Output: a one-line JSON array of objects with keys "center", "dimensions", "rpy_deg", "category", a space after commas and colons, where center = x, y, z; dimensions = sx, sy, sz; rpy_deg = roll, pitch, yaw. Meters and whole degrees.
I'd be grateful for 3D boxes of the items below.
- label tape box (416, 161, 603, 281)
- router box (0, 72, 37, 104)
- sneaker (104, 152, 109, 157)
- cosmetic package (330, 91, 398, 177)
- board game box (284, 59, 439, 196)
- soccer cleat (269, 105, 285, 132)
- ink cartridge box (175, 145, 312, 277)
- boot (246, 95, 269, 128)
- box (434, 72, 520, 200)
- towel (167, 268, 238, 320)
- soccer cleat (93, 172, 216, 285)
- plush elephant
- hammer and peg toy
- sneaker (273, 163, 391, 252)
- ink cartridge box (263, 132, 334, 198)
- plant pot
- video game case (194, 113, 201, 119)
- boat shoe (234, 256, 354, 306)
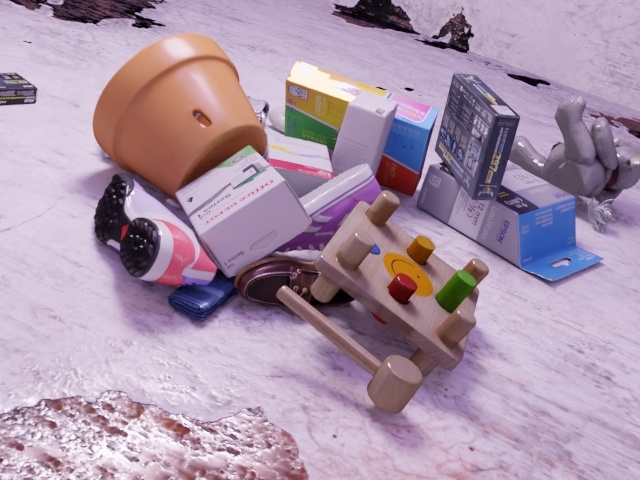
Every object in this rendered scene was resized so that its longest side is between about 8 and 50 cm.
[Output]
[{"center": [0.420, -0.060, 1.730], "dimensions": [0.348, 0.115, 0.249], "rpy_deg": [33, 32, 34], "category": "label tape box"}, {"center": [-0.674, -0.319, 1.701], "dimensions": [0.092, 0.038, 0.122], "rpy_deg": [34, 31, 31], "category": "router box"}, {"center": [-0.396, -0.202, 1.613], "dimensions": [0.070, 0.050, 0.134], "rpy_deg": [3, 24, -14], "category": "sneaker"}, {"center": [0.074, -0.169, 1.611], "dimensions": [0.086, 0.231, 0.117], "rpy_deg": [20, 27, 10], "category": "cosmetic package"}, {"center": [0.079, -0.237, 1.747], "dimensions": [0.317, 0.242, 0.064], "rpy_deg": [21, 60, 10], "category": "board game box"}, {"center": [-0.039, -0.270, 1.926], "dimensions": [0.196, 0.068, 0.076], "rpy_deg": [26, 10, 13], "category": "soccer cleat"}, {"center": [-0.129, -0.053, 1.306], "dimensions": [0.160, 0.092, 0.219], "rpy_deg": [-34, 27, -6], "category": "ink cartridge box"}, {"center": [-0.186, -0.288, 1.848], "dimensions": [0.124, 0.095, 0.258], "rpy_deg": [10, 25, 4], "category": "boot"}, {"center": [0.313, -0.214, 1.645], "dimensions": [0.059, 0.183, 0.232], "rpy_deg": [2, 30, -15], "category": "box"}, {"center": [-0.174, 0.079, 1.214], "dimensions": [0.067, 0.029, 0.119], "rpy_deg": [23, 28, 14], "category": "towel"}, {"center": [-0.267, -0.013, 1.267], "dimensions": [0.116, 0.108, 0.318], "rpy_deg": [23, 9, -35], "category": "soccer cleat"}, {"center": [0.681, -0.198, 1.995], "dimensions": [0.255, 0.272, 0.330], "rpy_deg": [-22, 72, -32], "category": "plush elephant"}, {"center": [0.108, 0.073, 1.200], "dimensions": [0.266, 0.127, 0.361], "rpy_deg": [38, 28, 1], "category": "hammer and peg toy"}, {"center": [0.001, 0.000, 1.389], "dimensions": [0.282, 0.161, 0.102], "rpy_deg": [-29, 16, -14], "category": "sneaker"}, {"center": [-0.055, -0.107, 1.533], "dimensions": [0.128, 0.128, 0.176], "rpy_deg": [11, 27, -11], "category": "ink cartridge box"}, {"center": [-0.234, -0.200, 1.478], "dimensions": [0.203, 0.290, 0.291], "rpy_deg": [47, 36, 20], "category": "plant pot"}, {"center": [-0.296, -0.255, 1.593], "dimensions": [0.023, 0.183, 0.201], "rpy_deg": [46, 24, 18], "category": "video game case"}, {"center": [-0.032, 0.070, 1.260], "dimensions": [0.207, 0.073, 0.073], "rpy_deg": [-3, 38, -36], "category": "boat shoe"}]
